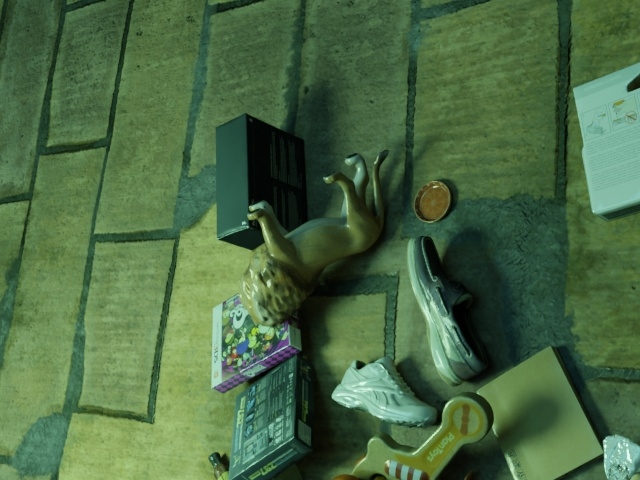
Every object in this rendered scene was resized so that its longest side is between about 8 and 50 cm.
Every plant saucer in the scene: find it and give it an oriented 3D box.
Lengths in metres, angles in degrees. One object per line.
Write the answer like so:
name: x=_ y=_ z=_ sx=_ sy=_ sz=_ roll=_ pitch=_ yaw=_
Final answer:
plant saucer: x=0.219 y=-0.074 z=1.864 sx=0.083 sy=0.013 sz=0.083 roll=-15 pitch=66 yaw=36

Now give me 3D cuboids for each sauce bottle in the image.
sauce bottle: x=-0.196 y=0.498 z=2.012 sx=0.042 sy=0.042 sz=0.128 roll=-49 pitch=49 yaw=17

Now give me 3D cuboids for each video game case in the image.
video game case: x=-0.138 y=0.186 z=2.035 sx=0.232 sy=0.042 sz=0.210 roll=-31 pitch=44 yaw=30

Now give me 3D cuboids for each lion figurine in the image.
lion figurine: x=0.000 y=0.000 z=1.900 sx=0.392 sy=0.240 sz=0.142 roll=-26 pitch=14 yaw=0

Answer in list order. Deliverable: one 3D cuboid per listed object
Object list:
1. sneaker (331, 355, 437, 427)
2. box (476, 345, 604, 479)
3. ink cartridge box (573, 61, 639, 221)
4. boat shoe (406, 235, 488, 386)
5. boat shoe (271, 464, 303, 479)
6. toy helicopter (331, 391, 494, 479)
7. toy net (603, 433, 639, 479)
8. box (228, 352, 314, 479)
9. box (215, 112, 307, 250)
sneaker: x=0.123 y=0.275 z=1.784 sx=0.232 sy=0.090 sz=0.115 roll=12 pitch=81 yaw=41
box: x=0.366 y=0.302 z=1.610 sx=0.164 sy=0.021 sz=0.201 roll=-37 pitch=55 yaw=25
ink cartridge box: x=0.564 y=-0.183 z=1.576 sx=0.275 sy=0.060 sz=0.238 roll=-19 pitch=63 yaw=36
boat shoe: x=0.233 y=0.117 z=1.737 sx=0.092 sy=0.103 sz=0.285 roll=-25 pitch=65 yaw=27
boat shoe: x=-0.082 y=0.592 z=1.828 sx=0.113 sy=0.127 sz=0.340 roll=-33 pitch=55 yaw=30
toy helicopter: x=0.186 y=0.404 z=1.646 sx=0.235 sy=0.140 sz=0.355 roll=44 pitch=118 yaw=17
toy net: x=0.492 y=0.406 z=1.457 sx=0.122 sy=0.045 sz=0.232 roll=-45 pitch=50 yaw=23
box: x=-0.095 y=0.358 z=1.898 sx=0.183 sy=0.059 sz=0.232 roll=-38 pitch=27 yaw=23
box: x=-0.126 y=-0.114 z=2.057 sx=0.103 sy=0.184 sz=0.261 roll=-18 pitch=64 yaw=35
